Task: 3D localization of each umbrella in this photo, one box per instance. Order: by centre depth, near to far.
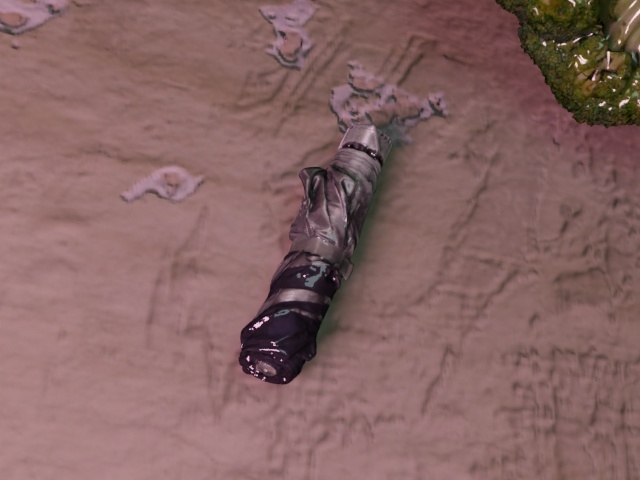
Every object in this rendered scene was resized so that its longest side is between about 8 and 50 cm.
[{"bbox_3d":[0.000,0.000,0.611,0.050,0.046,0.188,54,49,-38],"label":"umbrella"}]

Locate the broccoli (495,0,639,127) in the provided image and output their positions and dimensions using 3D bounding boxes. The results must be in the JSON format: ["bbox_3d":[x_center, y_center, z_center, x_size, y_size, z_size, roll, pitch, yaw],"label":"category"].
[{"bbox_3d":[0.252,-0.243,0.697,0.304,0.283,0.321,26,77,-20],"label":"broccoli"}]
